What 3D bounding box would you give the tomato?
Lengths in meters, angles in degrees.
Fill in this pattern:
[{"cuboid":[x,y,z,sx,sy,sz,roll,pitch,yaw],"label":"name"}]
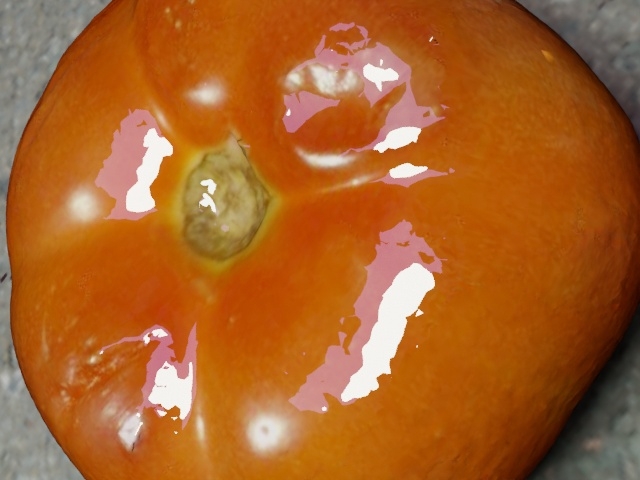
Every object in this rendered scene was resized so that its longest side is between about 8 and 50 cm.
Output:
[{"cuboid":[-0.002,0.004,0.578,0.260,0.180,0.260,-9,72,30],"label":"tomato"}]
